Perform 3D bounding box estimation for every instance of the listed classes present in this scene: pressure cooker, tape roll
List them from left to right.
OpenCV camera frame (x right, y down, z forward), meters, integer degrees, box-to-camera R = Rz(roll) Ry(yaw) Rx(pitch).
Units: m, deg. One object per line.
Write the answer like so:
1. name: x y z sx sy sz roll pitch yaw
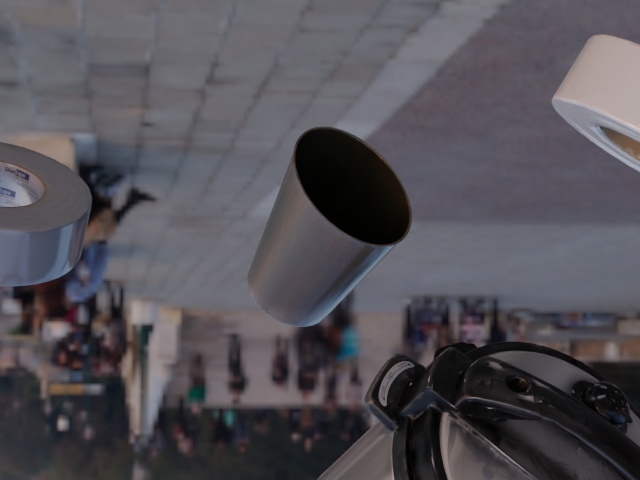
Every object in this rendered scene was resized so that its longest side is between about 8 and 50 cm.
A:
1. tape roll: -0.370 -0.035 1.584 0.219 0.072 0.219 13 -155 -6
2. pressure cooker: 0.195 0.314 1.560 0.369 0.376 0.420 6 143 -32
3. tape roll: 0.442 -0.148 1.811 0.286 0.100 0.286 31 180 0

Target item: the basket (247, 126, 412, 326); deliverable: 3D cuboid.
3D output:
1. basket: 0.000 0.000 1.886 0.154 0.204 0.227 -6 143 -33
